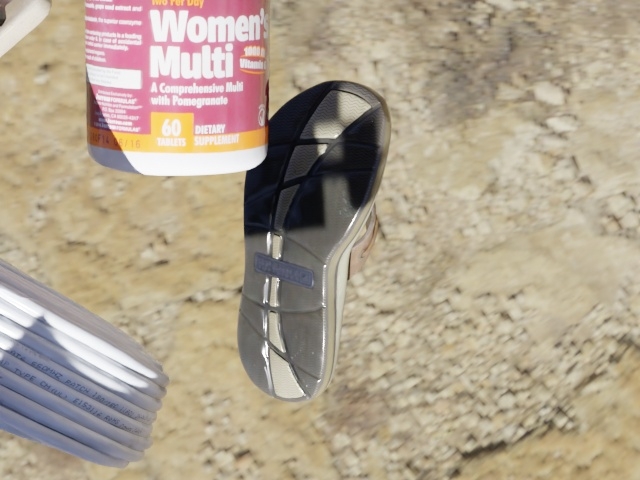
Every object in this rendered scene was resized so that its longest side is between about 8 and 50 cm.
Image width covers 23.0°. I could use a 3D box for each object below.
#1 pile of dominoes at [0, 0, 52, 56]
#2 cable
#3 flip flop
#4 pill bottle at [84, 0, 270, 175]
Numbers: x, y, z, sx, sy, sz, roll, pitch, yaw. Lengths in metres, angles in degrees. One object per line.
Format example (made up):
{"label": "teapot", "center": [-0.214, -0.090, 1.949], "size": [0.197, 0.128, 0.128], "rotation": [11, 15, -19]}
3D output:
{"label": "pile of dominoes", "center": [-0.227, -0.070, 0.607], "size": [0.196, 0.040, 0.251], "rotation": [-53, 48, 0]}
{"label": "cable", "center": [-0.213, 0.058, 1.010], "size": [0.257, 0.257, 0.089], "rotation": [27, 84, 19]}
{"label": "flip flop", "center": [0.000, 0.000, 1.254], "size": [0.112, 0.080, 0.277], "rotation": [21, 117, 27]}
{"label": "pill bottle", "center": [-0.092, -0.159, 1.019], "size": [0.121, 0.121, 0.221], "rotation": [6, 103, 22]}
